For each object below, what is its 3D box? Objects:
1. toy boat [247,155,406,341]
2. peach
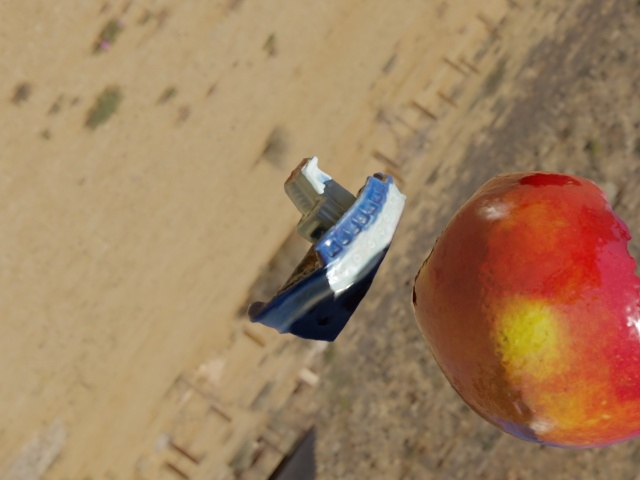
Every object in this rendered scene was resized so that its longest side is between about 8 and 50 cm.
[{"bbox_3d":[0.000,0.000,1.406,0.114,0.115,0.262,-50,-170,45],"label":"toy boat"},{"bbox_3d":[0.190,0.058,1.124,0.196,0.226,0.190,-48,171,-41],"label":"peach"}]
